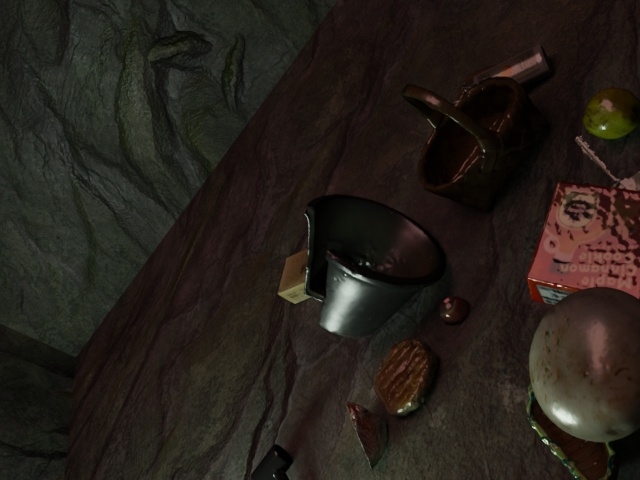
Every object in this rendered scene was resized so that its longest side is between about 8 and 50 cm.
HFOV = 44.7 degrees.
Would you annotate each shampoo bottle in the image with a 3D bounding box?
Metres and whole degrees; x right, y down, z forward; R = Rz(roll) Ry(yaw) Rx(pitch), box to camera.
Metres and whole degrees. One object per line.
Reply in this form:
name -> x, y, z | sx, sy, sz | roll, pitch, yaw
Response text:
shampoo bottle -> 0.478, -0.419, 2.014 | 0.227, 0.056, 0.086 | -23, 63, 29

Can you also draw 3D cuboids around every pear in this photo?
pear -> 0.610, -0.267, 1.634 | 0.131, 0.107, 0.107 | 19, 79, 60

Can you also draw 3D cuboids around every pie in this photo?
pie -> 0.197, 0.312, 1.802 | 0.195, 0.046, 0.195 | -42, 31, 33

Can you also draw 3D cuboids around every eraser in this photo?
eraser -> 0.007, 0.079, 2.347 | 0.343, 0.078, 0.144 | -27, 41, 47

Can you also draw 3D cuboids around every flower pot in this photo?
flower pot -> 0.106, 0.083, 1.955 | 0.379, 0.379, 0.251 | -106, 31, -56

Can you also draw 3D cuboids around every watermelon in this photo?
watermelon -> 0.106, 0.439, 1.788 | 0.081, 0.094, 0.180 | -47, 43, 16

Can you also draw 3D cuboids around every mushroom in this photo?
mushroom -> 0.467, 0.203, 1.253 | 0.243, 0.243, 0.243 | -41, 31, 32

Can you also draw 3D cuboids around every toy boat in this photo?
toy boat -> 0.436, 0.338, 1.305 | 0.108, 0.099, 0.293 | -54, 19, 13

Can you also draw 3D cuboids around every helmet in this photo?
helmet -> 0.296, 0.157, 1.789 | 0.084, 0.049, 0.065 | -23, 44, 49

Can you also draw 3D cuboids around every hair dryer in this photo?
hair dryer -> -0.093, 0.636, 1.962 | 0.114, 0.070, 0.248 | -53, 35, 8

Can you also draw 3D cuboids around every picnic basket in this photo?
picnic basket -> 0.332, -0.276, 1.890 | 0.337, 0.337, 0.293 | -56, 26, 5

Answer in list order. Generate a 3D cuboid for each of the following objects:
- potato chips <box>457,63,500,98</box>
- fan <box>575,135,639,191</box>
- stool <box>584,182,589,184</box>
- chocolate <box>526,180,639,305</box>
potato chips -> 0.437, -0.409, 2.137 | 0.195, 0.062, 0.208 | -33, 34, 38
fan -> 0.583, -0.096, 1.489 | 0.191, 0.009, 0.329 | -41, 50, 13
stool -> 0.529, -0.051, 1.557 | 0.096, 0.096, 0.110 | 2, 59, 61
chocolate -> 0.511, 0.015, 1.404 | 0.237, 0.108, 0.235 | 14, 78, 36
